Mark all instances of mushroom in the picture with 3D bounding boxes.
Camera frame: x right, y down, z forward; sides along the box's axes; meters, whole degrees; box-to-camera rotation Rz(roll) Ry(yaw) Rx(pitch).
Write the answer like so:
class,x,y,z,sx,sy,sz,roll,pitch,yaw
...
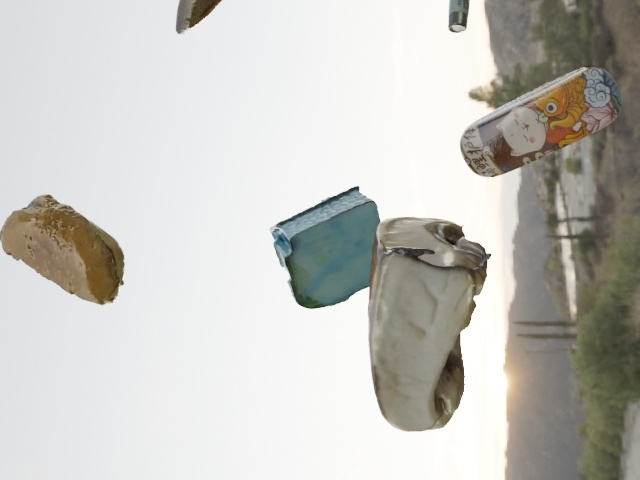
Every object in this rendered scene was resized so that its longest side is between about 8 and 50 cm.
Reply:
class,x,y,z,sx,sy,sz,roll,pitch,yaw
mushroom,0.185,0.166,1.539,0.313,0.224,0.397,-107,21,-73

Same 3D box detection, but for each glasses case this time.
class,x,y,z,sx,sy,sz,roll,pitch,yaw
glasses case,0.431,-0.231,1.511,0.122,0.321,0.082,56,-157,-19

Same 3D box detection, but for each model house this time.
class,x,y,z,sx,sy,sz,roll,pitch,yaw
model house,0.000,0.000,1.880,0.241,0.261,0.226,47,158,55

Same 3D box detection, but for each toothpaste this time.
class,x,y,z,sx,sy,sz,roll,pitch,yaw
toothpaste,0.272,-0.517,1.469,0.062,0.039,0.239,16,-104,-42

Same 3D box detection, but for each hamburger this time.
class,x,y,z,sx,sy,sz,roll,pitch,yaw
hamburger,-0.474,0.011,1.428,0.131,0.262,0.124,-60,-5,38

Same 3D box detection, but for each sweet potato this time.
class,x,y,z,sx,sy,sz,roll,pitch,yaw
sweet potato,-0.115,-0.452,1.154,0.079,0.346,0.108,0,-117,-51
